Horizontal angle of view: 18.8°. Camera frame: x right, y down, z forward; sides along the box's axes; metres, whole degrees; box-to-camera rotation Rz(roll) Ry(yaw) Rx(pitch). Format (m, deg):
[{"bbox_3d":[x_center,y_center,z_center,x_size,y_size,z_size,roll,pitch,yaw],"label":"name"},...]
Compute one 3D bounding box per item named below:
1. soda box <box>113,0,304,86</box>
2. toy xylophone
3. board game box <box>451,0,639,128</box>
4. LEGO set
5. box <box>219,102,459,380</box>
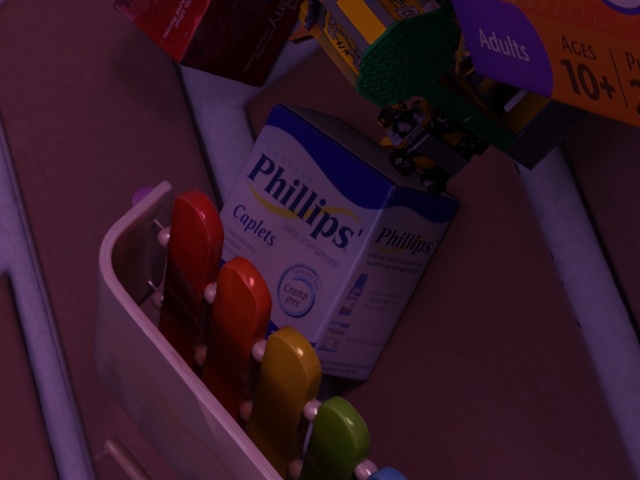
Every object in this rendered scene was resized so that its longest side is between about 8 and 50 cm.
[{"bbox_3d":[-0.033,-0.243,1.316,0.092,0.083,0.263,42,110,39],"label":"soda box"},{"bbox_3d":[-0.049,0.125,1.212,0.322,0.081,0.236,52,152,16],"label":"toy xylophone"},{"bbox_3d":[0.237,-0.265,0.734,0.356,0.356,0.356,29,145,60],"label":"board game box"},{"bbox_3d":[0.111,-0.209,1.079,0.331,0.255,0.192,-50,54,19],"label":"LEGO set"},{"bbox_3d":[0.000,0.000,1.250,0.126,0.072,0.137,37,106,39],"label":"box"}]
